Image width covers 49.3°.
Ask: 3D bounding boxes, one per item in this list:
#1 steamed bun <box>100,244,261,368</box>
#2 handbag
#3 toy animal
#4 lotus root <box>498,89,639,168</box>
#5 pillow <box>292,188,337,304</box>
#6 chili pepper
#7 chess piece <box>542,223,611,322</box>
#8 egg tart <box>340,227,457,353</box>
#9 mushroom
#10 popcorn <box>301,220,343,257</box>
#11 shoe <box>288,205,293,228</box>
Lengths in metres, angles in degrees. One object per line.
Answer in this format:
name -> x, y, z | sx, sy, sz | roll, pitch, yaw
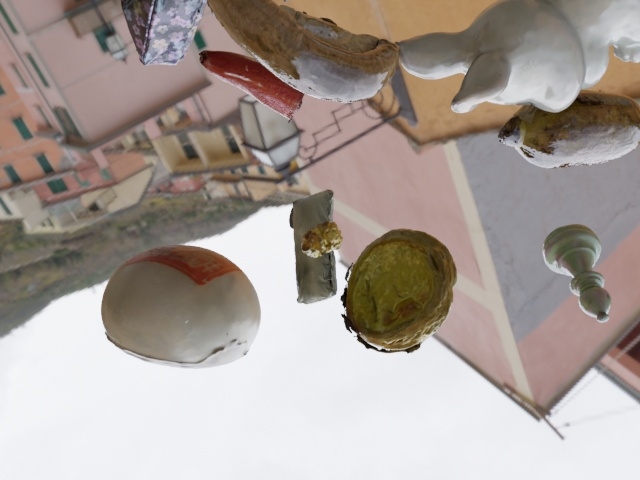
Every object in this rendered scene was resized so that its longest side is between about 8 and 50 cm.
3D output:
steamed bun -> -0.321, 0.134, 1.639 | 0.374, 0.241, 0.374 | 8, -168, -2
handbag -> -0.260, -0.412, 1.113 | 0.126, 0.208, 0.229 | -11, 158, -27
toy animal -> 0.306, -0.312, 1.017 | 0.367, 0.241, 0.196 | -35, -134, -3
lotus root -> 0.405, -0.183, 1.136 | 0.260, 0.129, 0.145 | -8, -176, -15
pillow -> -0.013, 0.015, 1.429 | 0.051, 0.229, 0.128 | 5, 169, -40
chili pepper -> -0.105, -0.247, 1.056 | 0.088, 0.168, 0.065 | 134, -23, -63
chess piece -> 0.628, 0.092, 1.656 | 0.139, 0.139, 0.272 | -17, -141, 12
egg tart -> 0.171, 0.110, 1.478 | 0.278, 0.095, 0.279 | -17, -119, 34
mushroom -> -0.012, -0.187, 0.685 | 0.209, 0.072, 0.094 | 12, -146, -29
popcorn -> 0.000, 0.000, 1.282 | 0.083, 0.057, 0.082 | -22, 178, -28
shoe -> -0.016, -0.057, 1.656 | 0.179, 0.049, 0.071 | -10, -116, 58
